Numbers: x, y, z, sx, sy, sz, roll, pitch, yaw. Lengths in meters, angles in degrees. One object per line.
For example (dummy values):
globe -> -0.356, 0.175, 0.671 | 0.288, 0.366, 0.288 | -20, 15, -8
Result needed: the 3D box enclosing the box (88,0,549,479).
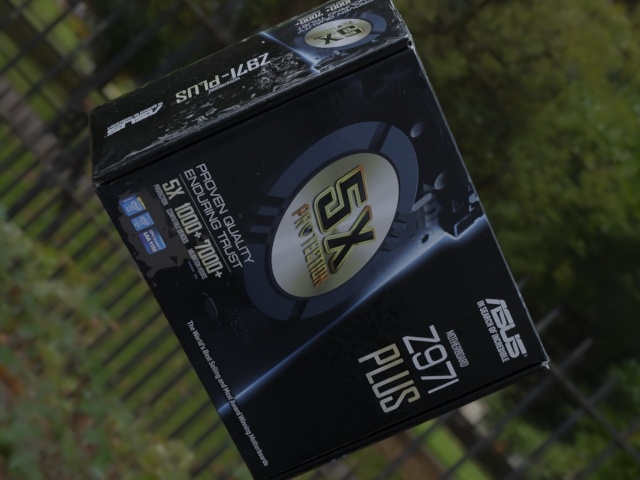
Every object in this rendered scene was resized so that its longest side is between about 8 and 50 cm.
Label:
box -> 0.000, 0.000, 0.802 | 0.077, 0.147, 0.180 | -107, 173, -62
